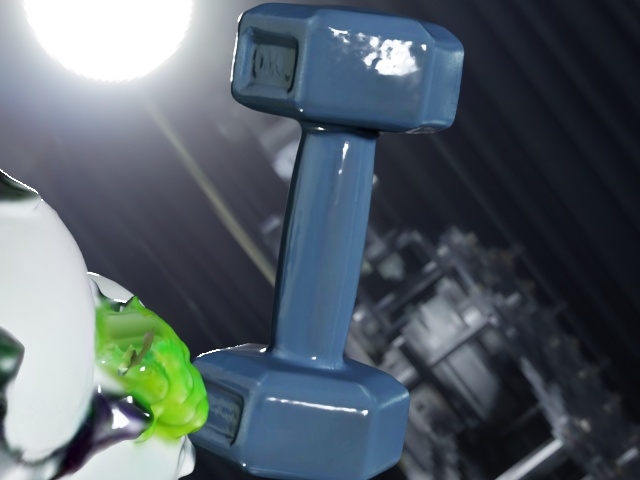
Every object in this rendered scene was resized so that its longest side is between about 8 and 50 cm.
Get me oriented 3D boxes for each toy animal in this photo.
[{"bbox_3d":[-0.163,0.086,0.801,0.212,0.267,0.212,-19,-131,23],"label":"toy animal"}]

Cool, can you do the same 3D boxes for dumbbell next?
[{"bbox_3d":[0.001,0.000,1.096,0.143,0.156,0.316,-141,-121,-78],"label":"dumbbell"}]
